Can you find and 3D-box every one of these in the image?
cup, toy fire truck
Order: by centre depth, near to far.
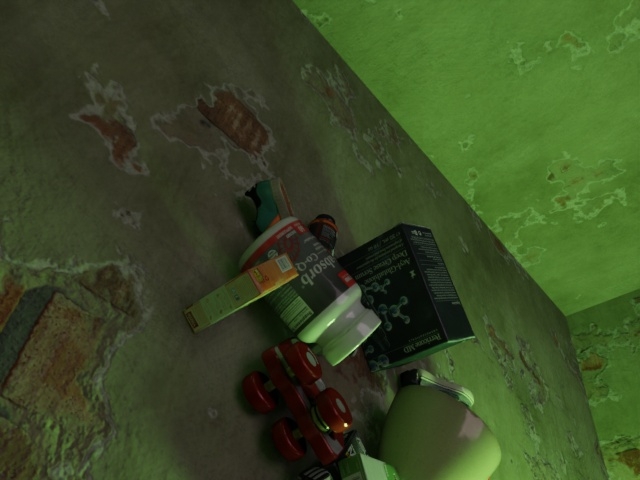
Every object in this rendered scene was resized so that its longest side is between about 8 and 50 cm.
[{"bbox_3d":[-0.031,0.377,1.328,0.302,0.169,0.254,56,11,13],"label":"toy fire truck"},{"bbox_3d":[0.287,0.601,1.492,0.237,0.331,0.331,-44,102,-35],"label":"cup"}]

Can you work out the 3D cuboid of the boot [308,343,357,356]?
[{"bbox_3d":[0.061,0.290,1.591,0.123,0.095,0.258,51,31,-1],"label":"boot"}]

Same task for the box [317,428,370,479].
[{"bbox_3d":[0.100,0.635,1.347,0.270,0.060,0.216,63,17,6],"label":"box"}]

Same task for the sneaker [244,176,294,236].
[{"bbox_3d":[-0.131,-0.027,1.596,0.108,0.121,0.302,-67,142,-78],"label":"sneaker"}]

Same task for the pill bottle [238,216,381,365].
[{"bbox_3d":[-0.025,0.132,1.424,0.363,0.210,0.210,47,30,8],"label":"pill bottle"}]

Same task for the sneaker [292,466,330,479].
[{"bbox_3d":[-0.065,0.596,1.178,0.228,0.086,0.132,-10,100,-38],"label":"sneaker"}]

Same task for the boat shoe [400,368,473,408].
[{"bbox_3d":[0.396,0.558,1.839,0.340,0.127,0.158,27,49,-30],"label":"boat shoe"}]

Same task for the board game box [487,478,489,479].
[{"bbox_3d":[0.496,0.773,1.774,0.193,0.045,0.147,10,100,-51],"label":"board game box"}]

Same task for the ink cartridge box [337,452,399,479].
[{"bbox_3d":[0.126,0.582,1.294,0.209,0.062,0.109,42,24,-48],"label":"ink cartridge box"}]

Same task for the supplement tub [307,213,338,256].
[{"bbox_3d":[0.000,0.000,1.739,0.106,0.106,0.198,44,35,-23],"label":"supplement tub"}]

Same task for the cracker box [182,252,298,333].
[{"bbox_3d":[-0.184,0.120,1.256,0.067,0.232,0.155,60,31,3],"label":"cracker box"}]

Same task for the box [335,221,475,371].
[{"bbox_3d":[0.264,0.186,1.779,0.212,0.293,0.396,5,59,-53],"label":"box"}]
